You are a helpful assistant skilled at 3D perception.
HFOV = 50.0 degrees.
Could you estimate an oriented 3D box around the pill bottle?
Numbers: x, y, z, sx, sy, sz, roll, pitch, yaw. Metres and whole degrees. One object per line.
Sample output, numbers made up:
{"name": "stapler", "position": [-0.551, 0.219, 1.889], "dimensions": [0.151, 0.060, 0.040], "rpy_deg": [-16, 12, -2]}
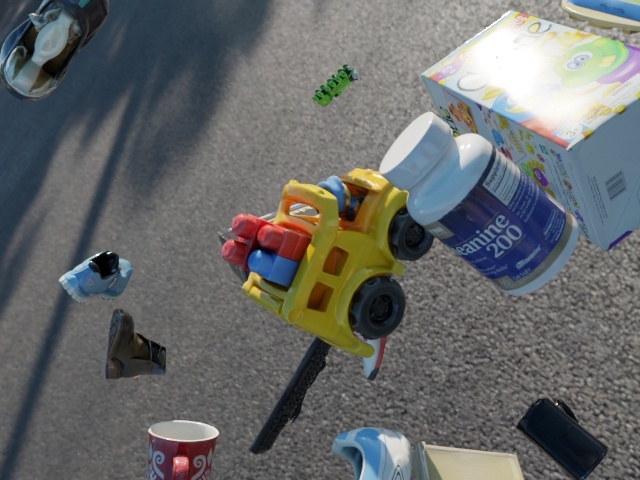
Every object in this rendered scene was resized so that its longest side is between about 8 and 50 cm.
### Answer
{"name": "pill bottle", "position": [0.098, -0.024, 0.434], "dimensions": [0.067, 0.120, 0.067], "rpy_deg": [-49, 14, 16]}

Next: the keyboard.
{"name": "keyboard", "position": [-0.043, 0.326, 1.513], "dimensions": [0.033, 0.201, 0.317], "rpy_deg": [32, 95, 15]}

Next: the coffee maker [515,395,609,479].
{"name": "coffee maker", "position": [0.535, 0.447, 1.533], "dimensions": [0.178, 0.171, 0.120], "rpy_deg": [40, 107, 26]}

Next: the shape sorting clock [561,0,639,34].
{"name": "shape sorting clock", "position": [0.430, -0.305, 0.921], "dimensions": [0.206, 0.206, 0.040], "rpy_deg": [-126, 35, -53]}

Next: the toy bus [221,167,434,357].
{"name": "toy bus", "position": [0.000, 0.000, 0.798], "dimensions": [0.149, 0.211, 0.220], "rpy_deg": [22, 88, 55]}

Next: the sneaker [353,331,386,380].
{"name": "sneaker", "position": [0.105, 0.229, 1.793], "dimensions": [0.090, 0.145, 0.270], "rpy_deg": [-60, -19, -70]}

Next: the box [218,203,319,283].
{"name": "box", "position": [0.009, -0.026, 1.379], "dimensions": [0.395, 0.097, 0.318], "rpy_deg": [-20, 10, -11]}

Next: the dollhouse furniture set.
{"name": "dollhouse furniture set", "position": [0.325, 0.715, 1.736], "dimensions": [0.362, 0.257, 0.394], "rpy_deg": [-92, 14, -54]}

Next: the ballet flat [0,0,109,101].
{"name": "ballet flat", "position": [-0.298, -0.200, 0.731], "dimensions": [0.203, 0.074, 0.074], "rpy_deg": [-32, 41, 36]}

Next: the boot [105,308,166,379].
{"name": "boot", "position": [-0.306, 0.177, 1.169], "dimensions": [0.219, 0.106, 0.082], "rpy_deg": [121, 150, -55]}

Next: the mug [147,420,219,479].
{"name": "mug", "position": [-0.237, 0.391, 1.097], "dimensions": [0.113, 0.150, 0.169], "rpy_deg": [7, 91, 17]}

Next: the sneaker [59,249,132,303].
{"name": "sneaker", "position": [-0.325, 0.050, 1.053], "dimensions": [0.073, 0.063, 0.162], "rpy_deg": [-41, -1, 11]}

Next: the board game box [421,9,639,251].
{"name": "board game box", "position": [0.259, -0.135, 0.763], "dimensions": [0.142, 0.144, 0.275], "rpy_deg": [-36, 36, -2]}

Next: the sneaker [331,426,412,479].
{"name": "sneaker", "position": [0.047, 0.290, 0.630], "dimensions": [0.086, 0.085, 0.237], "rpy_deg": [1, 54, -2]}

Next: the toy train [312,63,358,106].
{"name": "toy train", "position": [0.018, -0.185, 0.827], "dimensions": [0.083, 0.024, 0.017], "rpy_deg": [-27, 37, 56]}
